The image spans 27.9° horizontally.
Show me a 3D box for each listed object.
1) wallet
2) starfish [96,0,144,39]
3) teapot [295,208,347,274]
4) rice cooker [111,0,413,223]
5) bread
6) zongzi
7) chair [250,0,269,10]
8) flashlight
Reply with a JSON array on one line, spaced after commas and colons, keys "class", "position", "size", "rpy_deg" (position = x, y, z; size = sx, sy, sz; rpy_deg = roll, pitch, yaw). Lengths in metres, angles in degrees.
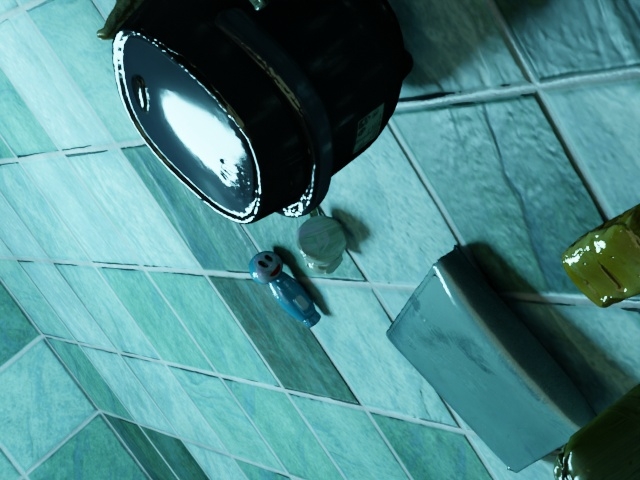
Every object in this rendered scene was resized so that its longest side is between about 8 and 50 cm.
[{"class": "wallet", "position": [0.194, 0.150, 1.508], "size": [0.251, 0.054, 0.290], "rpy_deg": [49, 162, 9]}, {"class": "starfish", "position": [-0.191, -0.286, 1.348], "size": [0.048, 0.231, 0.295], "rpy_deg": [2, 157, 8]}, {"class": "teapot", "position": [0.000, 0.000, 1.616], "size": [0.064, 0.064, 0.083], "rpy_deg": [84, 171, -63]}, {"class": "rice cooker", "position": [-0.051, -0.163, 1.245], "size": [0.267, 0.224, 0.267], "rpy_deg": [38, 153, 24]}, {"class": "bread", "position": [0.273, 0.015, 1.162], "size": [0.074, 0.053, 0.132], "rpy_deg": [50, 154, -2]}, {"class": "zongzi", "position": [0.297, 0.216, 1.245], "size": [0.094, 0.205, 0.204], "rpy_deg": [51, 162, 23]}, {"class": "chair", "position": [-0.042, -0.359, 0.974], "size": [0.203, 0.190, 0.275], "rpy_deg": [-28, 110, 31]}, {"class": "flashlight", "position": [-0.049, 0.068, 1.811], "size": [0.129, 0.051, 0.051], "rpy_deg": [48, 157, -13]}]
